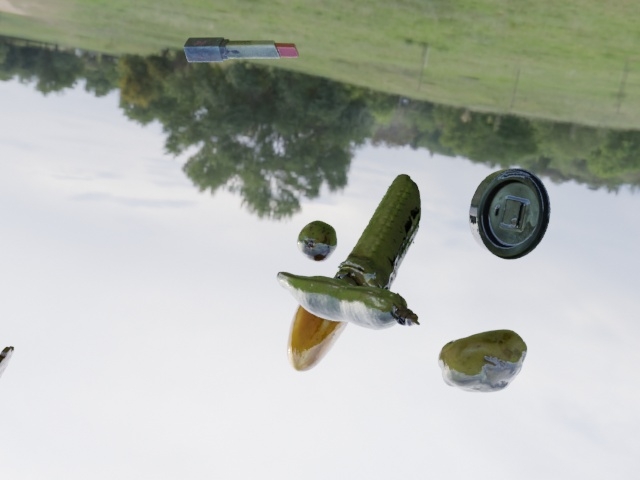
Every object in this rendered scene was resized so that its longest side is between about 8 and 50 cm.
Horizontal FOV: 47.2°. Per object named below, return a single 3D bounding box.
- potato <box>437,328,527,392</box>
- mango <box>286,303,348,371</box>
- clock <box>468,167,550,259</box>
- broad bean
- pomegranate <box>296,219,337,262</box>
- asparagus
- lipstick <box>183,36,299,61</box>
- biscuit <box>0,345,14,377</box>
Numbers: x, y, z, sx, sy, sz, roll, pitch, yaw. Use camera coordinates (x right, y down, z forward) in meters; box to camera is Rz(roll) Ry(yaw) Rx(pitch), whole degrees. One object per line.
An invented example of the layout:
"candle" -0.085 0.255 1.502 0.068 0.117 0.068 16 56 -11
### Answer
"potato" 0.369 0.273 1.665 0.200 0.155 0.137 -16 -132 3
"mango" -0.016 0.231 1.923 0.138 0.187 0.257 37 -144 -9
"clock" 0.442 -0.063 1.712 0.214 0.215 0.042 4 -174 -26
"broad bean" 0.039 0.098 1.172 0.339 0.077 0.061 8 -129 45
"pomegranate" 0.000 0.000 1.991 0.114 0.115 0.142 14 -165 23
"asparagus" 0.142 0.004 1.606 0.108 0.128 0.382 -31 -161 44
"lipstick" -0.205 -0.505 1.930 0.312 0.051 0.051 3 -135 15
"biscuit" -0.732 0.297 1.659 0.019 0.130 0.119 29 -163 -5
